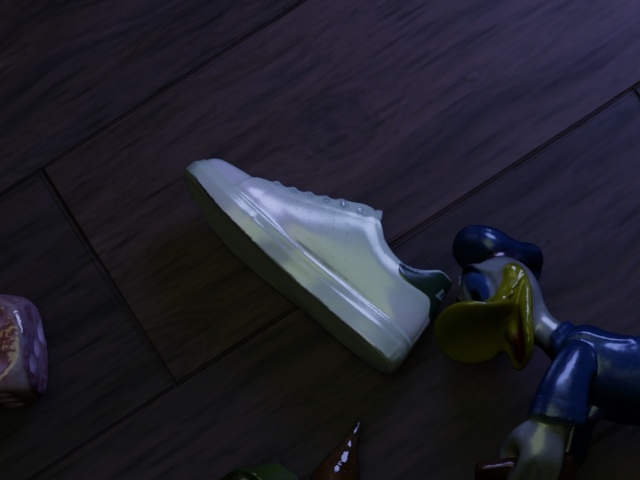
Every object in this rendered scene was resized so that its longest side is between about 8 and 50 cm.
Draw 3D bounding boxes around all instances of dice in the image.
[{"bbox_3d":[-0.299,0.102,1.696,0.094,0.093,0.091,-6,74,6],"label":"dice"}]

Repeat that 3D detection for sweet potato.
[{"bbox_3d":[0.014,0.211,1.656,0.049,0.049,0.117,19,75,12],"label":"sweet potato"}]

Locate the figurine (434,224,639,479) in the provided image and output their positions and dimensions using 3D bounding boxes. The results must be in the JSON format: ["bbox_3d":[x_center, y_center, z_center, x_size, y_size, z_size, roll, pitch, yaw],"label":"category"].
[{"bbox_3d":[0.219,0.122,1.615,0.283,0.204,0.338,-44,64,3],"label":"figurine"}]

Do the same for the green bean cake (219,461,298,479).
[{"bbox_3d":[-0.076,0.312,1.585,0.214,0.113,0.200,-32,75,15],"label":"green bean cake"}]

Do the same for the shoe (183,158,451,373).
[{"bbox_3d":[0.000,0.000,1.693,0.265,0.095,0.110,43,76,11],"label":"shoe"}]
